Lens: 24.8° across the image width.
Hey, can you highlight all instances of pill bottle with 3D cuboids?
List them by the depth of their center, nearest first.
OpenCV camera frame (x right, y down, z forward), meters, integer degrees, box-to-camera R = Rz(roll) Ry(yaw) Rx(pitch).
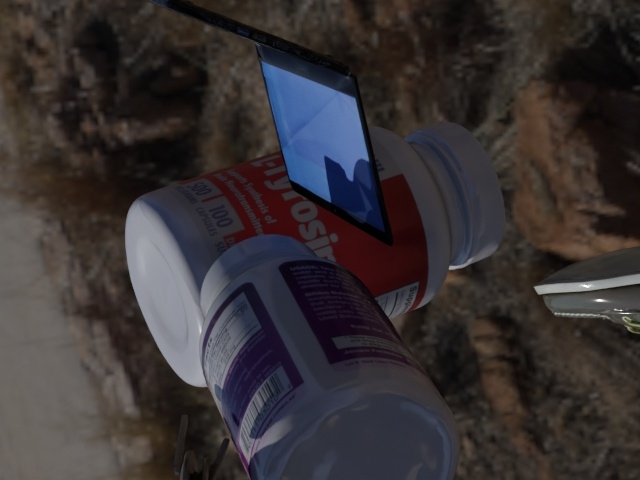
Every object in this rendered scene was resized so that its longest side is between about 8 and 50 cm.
[{"bbox_3d":[-0.009,0.116,1.253,0.301,0.169,0.169,-123,34,-57],"label":"pill bottle"},{"bbox_3d":[0.000,0.000,1.685,0.229,0.408,0.229,47,147,43],"label":"pill bottle"}]

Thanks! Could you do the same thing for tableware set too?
[{"bbox_3d":[-0.095,0.243,1.179,0.194,0.039,0.128,-90,-3,-65],"label":"tableware set"}]

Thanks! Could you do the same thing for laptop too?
[{"bbox_3d":[-0.071,-0.120,1.286,0.234,0.264,0.136,31,102,62],"label":"laptop"}]

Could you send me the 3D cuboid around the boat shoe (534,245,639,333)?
[{"bbox_3d":[0.344,0.054,1.466,0.305,0.109,0.091,-12,103,50],"label":"boat shoe"}]
